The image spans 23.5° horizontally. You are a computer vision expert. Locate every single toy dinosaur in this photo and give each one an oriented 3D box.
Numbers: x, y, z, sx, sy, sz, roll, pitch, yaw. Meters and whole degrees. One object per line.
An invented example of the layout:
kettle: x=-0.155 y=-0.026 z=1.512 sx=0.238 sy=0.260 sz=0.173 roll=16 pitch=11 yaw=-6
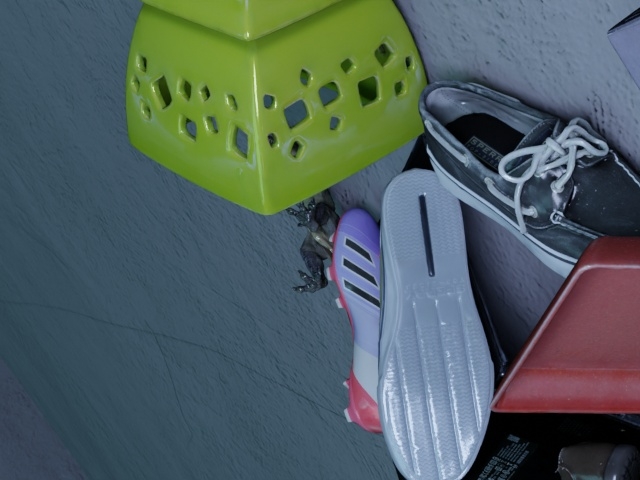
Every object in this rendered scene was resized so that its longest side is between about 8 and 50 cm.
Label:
toy dinosaur: x=0.000 y=0.000 z=1.695 sx=0.064 sy=0.118 sz=0.268 roll=-23 pitch=89 yaw=19

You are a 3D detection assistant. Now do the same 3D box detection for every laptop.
laptop: x=0.216 y=0.147 z=1.643 sx=0.407 sy=0.236 sz=0.382 roll=22 pitch=149 yaw=0

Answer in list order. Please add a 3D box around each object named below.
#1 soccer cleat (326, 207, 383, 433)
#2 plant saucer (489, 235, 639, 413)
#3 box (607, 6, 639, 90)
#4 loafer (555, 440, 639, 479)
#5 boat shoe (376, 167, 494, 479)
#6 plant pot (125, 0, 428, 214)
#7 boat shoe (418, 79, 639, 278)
soccer cleat: x=0.068 y=0.080 z=1.621 sx=0.095 sy=0.083 sz=0.248 roll=-17 pitch=68 yaw=35
plant saucer: x=0.290 y=0.068 z=1.255 sx=0.259 sy=0.258 sz=0.048 roll=110 pitch=159 yaw=-58
box: x=0.343 y=-0.089 z=1.044 sx=0.247 sy=0.142 sz=0.163 roll=57 pitch=153 yaw=-6
loafer: x=0.266 y=0.255 z=1.491 sx=0.078 sy=0.080 sz=0.220 roll=19 pitch=144 yaw=23
boat shoe: x=0.105 y=0.084 z=1.465 sx=0.094 sy=0.109 sz=0.302 roll=91 pitch=178 yaw=-79
plant pot: x=-0.049 y=-0.187 z=1.468 sx=0.227 sy=0.228 sz=0.207 roll=27 pitch=135 yaw=42
boat shoe: x=0.202 y=-0.059 z=1.332 sx=0.306 sy=0.113 sz=0.105 roll=41 pitch=165 yaw=42
